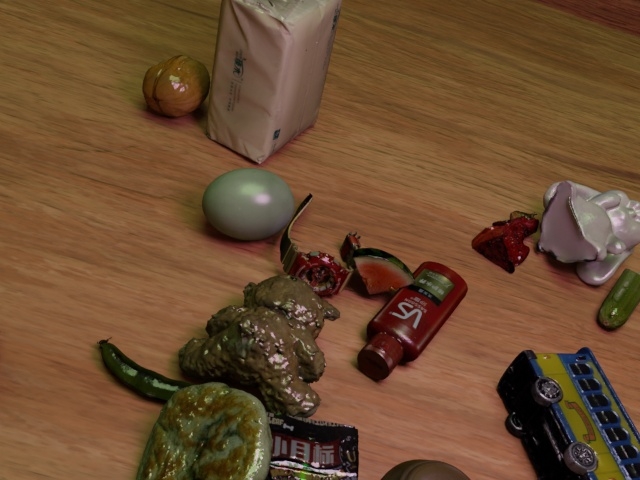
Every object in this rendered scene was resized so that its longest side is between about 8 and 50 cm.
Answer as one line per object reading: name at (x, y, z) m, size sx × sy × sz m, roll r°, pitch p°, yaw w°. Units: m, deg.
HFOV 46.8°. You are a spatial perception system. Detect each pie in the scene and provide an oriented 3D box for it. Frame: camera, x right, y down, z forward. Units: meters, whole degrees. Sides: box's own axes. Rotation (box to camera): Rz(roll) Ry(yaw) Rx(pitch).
pie at (-0.179, 0.318, 1.101) m, size 0.240 × 0.054 × 0.241 m, roll -14°, pitch 44°, yaw 14°

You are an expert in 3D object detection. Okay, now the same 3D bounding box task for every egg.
egg at (-0.147, -0.075, 1.524) m, size 0.192 × 0.149 × 0.149 m, roll -2°, pitch 47°, yaw -22°

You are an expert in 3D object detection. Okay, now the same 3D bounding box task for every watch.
watch at (0.004, 0.006, 1.556) m, size 0.164 × 0.102 × 0.268 m, roll 26°, pitch 33°, yaw -4°

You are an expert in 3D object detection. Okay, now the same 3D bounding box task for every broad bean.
broad bean at (-0.286, 0.228, 1.241) m, size 0.226 × 0.039 × 0.069 m, roll 29°, pitch 37°, yaw 10°

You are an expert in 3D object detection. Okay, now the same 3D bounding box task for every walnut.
walnut at (-0.339, -0.369, 1.765) m, size 0.144 × 0.144 × 0.180 m, roll 24°, pitch 38°, yaw 3°

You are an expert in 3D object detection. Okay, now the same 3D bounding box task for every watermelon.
watermelon at (0.125, 0.070, 1.500) m, size 0.135 × 0.125 × 0.094 m, roll 23°, pitch 86°, yaw 18°

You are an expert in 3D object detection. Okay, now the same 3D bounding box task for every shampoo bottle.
shampoo bottle at (0.180, 0.154, 1.468) m, size 0.118 × 0.076 × 0.314 m, roll 34°, pitch 44°, yaw 16°

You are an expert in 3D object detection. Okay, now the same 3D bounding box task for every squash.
squash at (0.701, 0.128, 1.704) m, size 0.069 × 0.069 × 0.239 m, roll 37°, pitch 45°, yaw 17°

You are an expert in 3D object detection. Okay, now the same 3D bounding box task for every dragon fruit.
dragon fruit at (0.464, -0.015, 1.741) m, size 0.192 × 0.092 × 0.122 m, roll -23°, pitch 58°, yaw -37°

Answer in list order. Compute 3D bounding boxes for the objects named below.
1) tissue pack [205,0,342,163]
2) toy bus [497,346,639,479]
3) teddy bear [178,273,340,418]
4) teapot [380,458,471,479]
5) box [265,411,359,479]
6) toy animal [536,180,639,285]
tissue pack at (-0.110, -0.418, 1.727) m, size 0.207 × 0.380 × 0.297 m, roll 27°, pitch 43°, yaw 14°
toy bus at (0.456, 0.343, 1.336) m, size 0.175 × 0.138 × 0.288 m, roll 0°, pitch 46°, yaw -20°
teddy bear at (-0.087, 0.161, 1.301) m, size 0.267 × 0.156 × 0.256 m, roll 19°, pitch 31°, yaw 14°
teapot at (0.181, 0.421, 1.123) m, size 0.267 × 0.175 × 0.186 m, roll 13°, pitch 45°, yaw -8°
box at (-0.046, 0.416, 1.106) m, size 0.198 × 0.084 × 0.310 m, roll 12°, pitch 43°, yaw -9°
toy animal at (0.651, -0.017, 1.767) m, size 0.289 × 0.174 × 0.249 m, roll 17°, pitch 60°, yaw -22°
